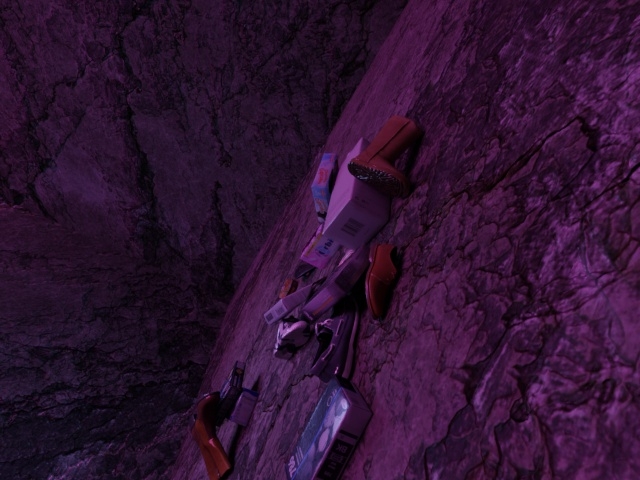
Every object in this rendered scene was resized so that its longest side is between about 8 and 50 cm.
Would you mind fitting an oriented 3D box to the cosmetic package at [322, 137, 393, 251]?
[{"bbox_3d":[0.138,-0.167,1.548,0.197,0.155,0.366,-51,17,44],"label":"cosmetic package"}]

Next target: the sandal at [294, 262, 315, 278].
[{"bbox_3d":[-0.058,0.134,1.985,0.179,0.040,0.067,-29,39,43],"label":"sandal"}]

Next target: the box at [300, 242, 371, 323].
[{"bbox_3d":[0.055,0.125,1.322,0.183,0.056,0.231,-46,0,39],"label":"box"}]

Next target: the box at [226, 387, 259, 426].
[{"bbox_3d":[-0.327,0.691,1.839,0.126,0.072,0.137,-35,30,62],"label":"box"}]

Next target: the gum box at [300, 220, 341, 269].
[{"bbox_3d":[0.005,0.026,1.783,0.188,0.107,0.062,-54,16,33],"label":"gum box"}]

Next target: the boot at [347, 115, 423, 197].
[{"bbox_3d":[0.249,-0.281,1.414,0.269,0.236,0.089,-46,-26,-25],"label":"boot"}]

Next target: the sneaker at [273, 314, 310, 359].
[{"bbox_3d":[-0.103,0.325,1.640,0.235,0.093,0.153,116,163,-44],"label":"sneaker"}]

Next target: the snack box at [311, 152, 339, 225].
[{"bbox_3d":[0.037,-0.170,1.783,0.322,0.060,0.187,77,-155,-51],"label":"snack box"}]

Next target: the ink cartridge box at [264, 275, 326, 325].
[{"bbox_3d":[-0.087,0.235,1.715,0.232,0.066,0.189,-19,-17,-36],"label":"ink cartridge box"}]

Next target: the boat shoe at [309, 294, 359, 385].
[{"bbox_3d":[0.036,0.257,1.228,0.116,0.098,0.320,-57,13,36],"label":"boat shoe"}]

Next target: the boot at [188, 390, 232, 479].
[{"bbox_3d":[-0.421,0.771,1.731,0.264,0.096,0.280,-54,50,22],"label":"boot"}]

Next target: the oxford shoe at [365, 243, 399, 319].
[{"bbox_3d":[0.163,0.101,1.137,0.075,0.076,0.213,-4,62,27],"label":"oxford shoe"}]

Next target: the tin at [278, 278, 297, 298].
[{"bbox_3d":[-0.159,0.241,2.152,0.106,0.040,0.189,-62,12,-12],"label":"tin"}]

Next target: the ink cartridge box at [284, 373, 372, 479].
[{"bbox_3d":[-0.003,0.492,1.010,0.333,0.065,0.165,-64,14,0],"label":"ink cartridge box"}]

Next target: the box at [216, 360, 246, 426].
[{"bbox_3d":[-0.395,0.656,1.895,0.220,0.051,0.175,-60,12,18],"label":"box"}]

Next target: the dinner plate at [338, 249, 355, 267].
[{"bbox_3d":[0.088,0.098,1.524,0.141,0.017,0.141,-58,13,23],"label":"dinner plate"}]
